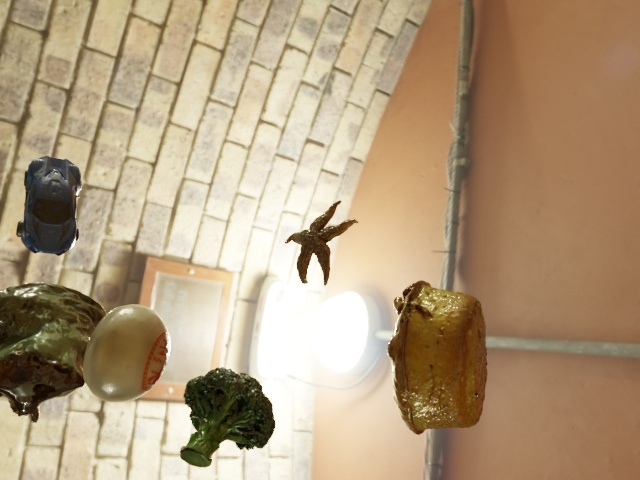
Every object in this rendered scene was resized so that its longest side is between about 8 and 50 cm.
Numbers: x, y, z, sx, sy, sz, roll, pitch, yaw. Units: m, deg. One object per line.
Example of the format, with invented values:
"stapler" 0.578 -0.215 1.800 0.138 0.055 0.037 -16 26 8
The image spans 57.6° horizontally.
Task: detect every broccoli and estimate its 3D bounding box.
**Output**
"broccoli" -0.272 0.521 1.685 0.297 0.297 0.297 -46 -170 41

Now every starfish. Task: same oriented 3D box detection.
"starfish" -0.002 -0.002 2.010 0.302 0.060 0.299 -51 -137 5

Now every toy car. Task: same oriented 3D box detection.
"toy car" -0.491 -0.069 1.065 0.063 0.103 0.216 -54 -141 42

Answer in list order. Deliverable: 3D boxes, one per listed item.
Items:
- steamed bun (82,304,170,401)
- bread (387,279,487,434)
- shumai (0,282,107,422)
"steamed bun" -0.431 0.268 1.358 0.232 0.145 0.232 14 90 -78
"bread" 0.294 0.278 1.412 0.204 0.337 0.358 -4 -69 22
"shumai" -0.771 0.322 1.607 0.324 0.397 0.323 -52 -140 10
